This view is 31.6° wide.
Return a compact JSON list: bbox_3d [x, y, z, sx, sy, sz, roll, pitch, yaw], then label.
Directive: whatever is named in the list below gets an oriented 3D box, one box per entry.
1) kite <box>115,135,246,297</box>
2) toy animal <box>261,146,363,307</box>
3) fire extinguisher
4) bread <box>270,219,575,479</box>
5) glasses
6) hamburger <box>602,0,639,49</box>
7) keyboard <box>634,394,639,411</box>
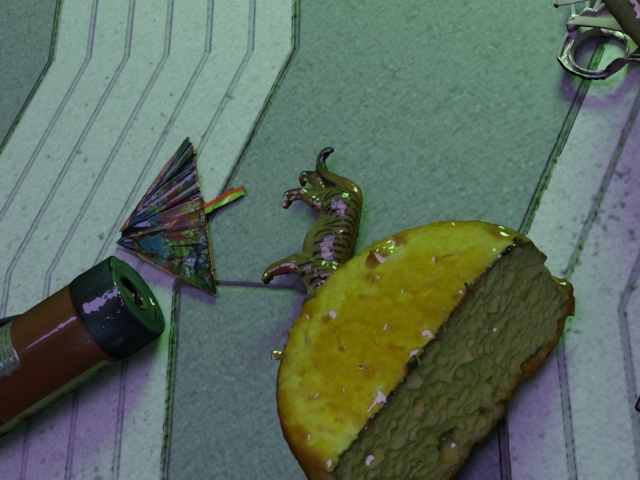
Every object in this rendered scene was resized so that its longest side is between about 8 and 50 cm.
[{"bbox_3d":[-0.171,-0.019,1.403,0.183,0.014,0.241,-24,57,10],"label":"kite"},{"bbox_3d":[0.000,0.000,1.290,0.099,0.057,0.241,6,66,21],"label":"toy animal"},{"bbox_3d":[-0.369,0.153,1.373,0.376,0.113,0.200,-33,13,6],"label":"fire extinguisher"},{"bbox_3d":[0.073,0.114,1.103,0.179,0.194,0.340,32,76,41],"label":"bread"},{"bbox_3d":[0.356,-0.244,1.216,0.255,0.095,0.162,32,69,32],"label":"glasses"},{"bbox_3d":[0.431,-0.268,1.082,0.318,0.195,0.276,-4,63,-3],"label":"hamburger"},{"bbox_3d":[0.360,0.158,1.010,0.155,0.010,0.053,20,78,35],"label":"keyboard"}]
